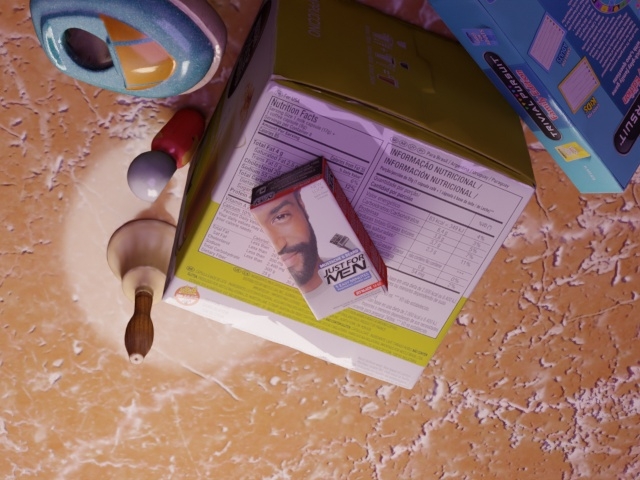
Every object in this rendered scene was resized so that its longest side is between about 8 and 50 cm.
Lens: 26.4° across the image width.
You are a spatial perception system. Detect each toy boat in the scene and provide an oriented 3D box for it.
[{"bbox_3d":[-0.228,-0.200,1.710,0.267,0.148,0.318,9,138,26],"label":"toy boat"}]

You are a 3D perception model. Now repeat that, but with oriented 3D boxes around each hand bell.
[{"bbox_3d":[-0.244,0.088,1.870,0.126,0.242,0.126,0,124,-1],"label":"hand bell"}]

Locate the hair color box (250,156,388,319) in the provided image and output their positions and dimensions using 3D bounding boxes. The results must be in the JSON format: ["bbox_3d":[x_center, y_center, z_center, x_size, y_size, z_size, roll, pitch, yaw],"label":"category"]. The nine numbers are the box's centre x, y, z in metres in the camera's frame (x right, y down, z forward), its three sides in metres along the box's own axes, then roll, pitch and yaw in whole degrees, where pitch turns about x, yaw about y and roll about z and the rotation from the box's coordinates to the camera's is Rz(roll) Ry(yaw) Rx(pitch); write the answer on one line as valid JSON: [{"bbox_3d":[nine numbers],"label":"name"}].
[{"bbox_3d":[0.000,0.000,1.529,0.093,0.053,0.167,-23,118,15],"label":"hair color box"}]

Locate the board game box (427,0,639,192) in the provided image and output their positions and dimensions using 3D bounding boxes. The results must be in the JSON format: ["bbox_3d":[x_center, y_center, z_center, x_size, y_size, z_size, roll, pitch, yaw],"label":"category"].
[{"bbox_3d":[0.311,-0.262,1.663,0.336,0.254,0.079,47,155,-26],"label":"board game box"}]

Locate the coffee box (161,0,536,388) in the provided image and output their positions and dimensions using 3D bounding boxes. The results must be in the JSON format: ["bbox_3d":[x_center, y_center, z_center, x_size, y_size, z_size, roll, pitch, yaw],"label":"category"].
[{"bbox_3d":[0.030,-0.082,1.709,0.338,0.338,0.334,21,120,-12],"label":"coffee box"}]
